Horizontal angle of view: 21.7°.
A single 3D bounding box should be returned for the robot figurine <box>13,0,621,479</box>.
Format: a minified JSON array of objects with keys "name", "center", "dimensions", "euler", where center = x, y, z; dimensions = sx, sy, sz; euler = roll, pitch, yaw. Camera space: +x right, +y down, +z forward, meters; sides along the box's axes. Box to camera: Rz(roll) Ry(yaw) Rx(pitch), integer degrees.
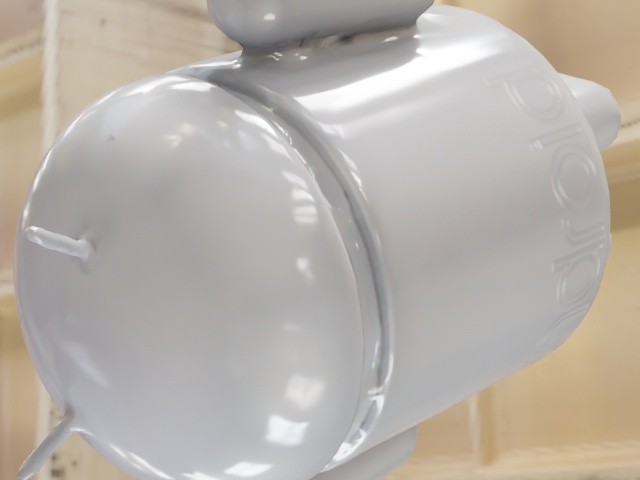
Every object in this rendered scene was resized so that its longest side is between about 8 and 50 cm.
[{"name":"robot figurine","center":[0.000,0.000,0.810],"dimensions":[0.199,0.353,0.300],"euler":[17,-61,42]}]
